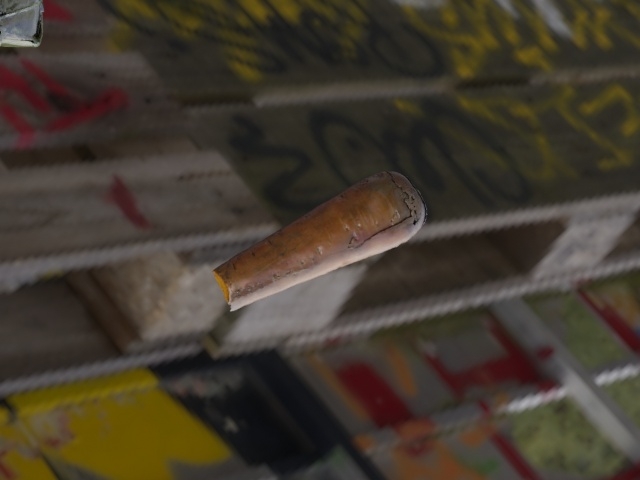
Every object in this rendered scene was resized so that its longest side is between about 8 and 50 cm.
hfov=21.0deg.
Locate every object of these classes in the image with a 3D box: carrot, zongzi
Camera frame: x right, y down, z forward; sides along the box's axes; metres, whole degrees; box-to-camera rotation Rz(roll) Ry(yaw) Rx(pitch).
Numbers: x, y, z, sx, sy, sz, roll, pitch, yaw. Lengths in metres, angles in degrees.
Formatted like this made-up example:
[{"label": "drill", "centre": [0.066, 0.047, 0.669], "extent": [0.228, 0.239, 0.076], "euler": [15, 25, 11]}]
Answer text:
[{"label": "carrot", "centre": [0.000, 0.000, 1.239], "extent": [0.161, 0.055, 0.055], "euler": [-24, 152, -12]}, {"label": "zongzi", "centre": [-0.289, -0.226, 1.511], "extent": [0.109, 0.055, 0.119], "euler": [-6, 118, -41]}]
